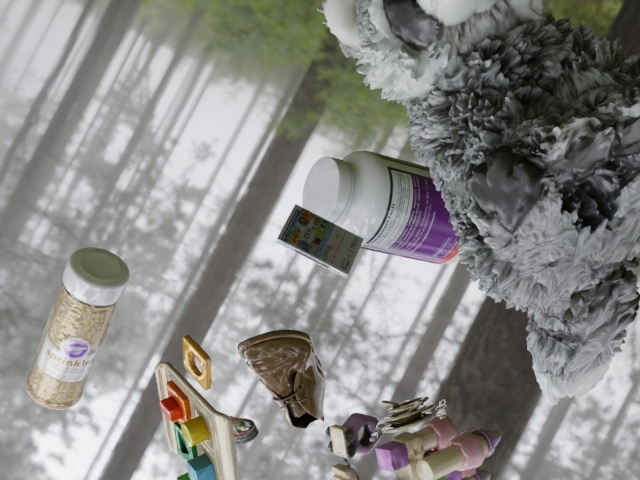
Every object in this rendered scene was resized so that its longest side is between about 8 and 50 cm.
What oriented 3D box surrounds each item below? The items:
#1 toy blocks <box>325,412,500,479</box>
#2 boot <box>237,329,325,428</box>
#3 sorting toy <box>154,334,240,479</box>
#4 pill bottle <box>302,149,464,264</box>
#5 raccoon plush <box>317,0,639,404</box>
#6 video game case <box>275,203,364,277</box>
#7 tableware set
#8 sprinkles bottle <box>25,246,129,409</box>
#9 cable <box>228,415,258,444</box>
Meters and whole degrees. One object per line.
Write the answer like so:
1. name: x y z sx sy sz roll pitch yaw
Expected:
1. toy blocks: 0.220 0.464 1.899 0.260 0.289 0.309 -16 -168 -36
2. boot: -0.050 0.236 1.694 0.305 0.112 0.115 53 -159 -60
3. sorting toy: -0.195 0.296 1.504 0.047 0.348 0.196 -22 -149 -31
4. pill bottle: 0.133 -0.064 1.885 0.323 0.181 0.181 12 -173 -31
5. raccoon plush: 0.133 -0.063 0.895 0.299 0.216 0.446 48 149 36
6. video game case: 0.000 0.000 1.543 0.122 0.087 0.011 27 136 -2
7. tableware set: 0.142 0.280 1.658 0.194 0.128 0.039 9 -118 -82
8. sprinkles bottle: -0.488 0.180 1.997 0.121 0.355 0.121 19 -147 -13
9. cable: -0.218 0.355 2.014 0.139 0.072 0.287 -14 -165 -19
